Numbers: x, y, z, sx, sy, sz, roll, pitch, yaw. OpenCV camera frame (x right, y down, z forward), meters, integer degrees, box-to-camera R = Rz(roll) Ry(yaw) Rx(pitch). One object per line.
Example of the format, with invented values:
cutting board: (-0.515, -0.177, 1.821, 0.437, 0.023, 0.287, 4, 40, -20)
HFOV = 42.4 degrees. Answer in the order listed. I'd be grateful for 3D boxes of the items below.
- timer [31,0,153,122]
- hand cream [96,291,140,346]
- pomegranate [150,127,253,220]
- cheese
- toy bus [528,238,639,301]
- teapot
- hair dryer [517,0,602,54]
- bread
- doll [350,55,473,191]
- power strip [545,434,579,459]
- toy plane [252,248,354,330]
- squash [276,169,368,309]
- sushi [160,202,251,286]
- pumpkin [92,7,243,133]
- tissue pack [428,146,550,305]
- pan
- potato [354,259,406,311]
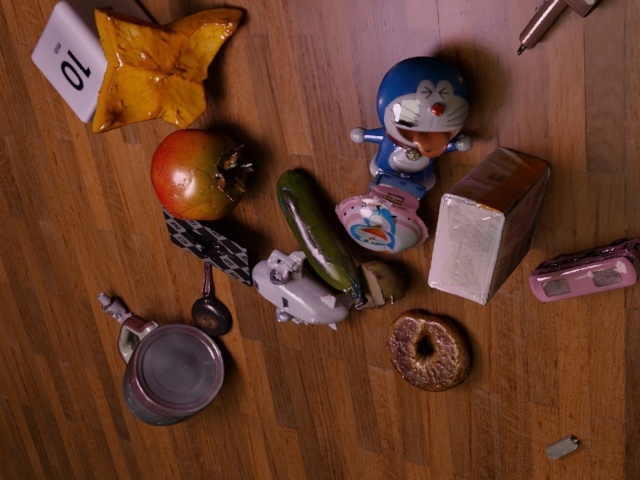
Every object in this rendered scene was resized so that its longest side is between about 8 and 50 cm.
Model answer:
timer: (-0.468, -0.401, 1.781, 0.195, 0.194, 0.192, 51, 133, 3)
hand cream: (-0.538, 0.246, 2.299, 0.084, 0.050, 0.257, -17, 112, 42)
pomegranate: (-0.250, -0.141, 1.757, 0.235, 0.210, 0.210, -2, 113, 44)
cheese: (0.124, -0.050, 1.572, 0.189, 0.074, 0.286, 19, 154, -1)
toy bus: (0.460, 0.055, 1.422, 0.203, 0.090, 0.063, -19, 102, 40)
teapot: (-0.430, 0.340, 2.161, 0.314, 0.233, 0.312, 57, 145, 9)
hair dryer: (0.355, -0.362, 1.289, 0.117, 0.064, 0.181, 45, 138, 9)
bread: (0.225, 0.229, 1.716, 0.193, 0.064, 0.193, 14, 115, 30)
doll: (0.163, -0.199, 1.454, 0.215, 0.161, 0.256, 9, 136, 1)
power strip: (0.486, 0.414, 1.653, 0.027, 0.017, 0.083, 48, 133, 4)
toy plane: (-0.042, 0.109, 1.813, 0.245, 0.117, 0.244, 30, 148, 21)
squash: (0.000, 0.000, 1.700, 0.087, 0.087, 0.331, -43, 73, 43)
sushi: (-0.250, -0.005, 1.908, 0.231, 0.047, 0.219, 29, 157, 11)
pumpkin: (-0.311, -0.341, 1.652, 0.095, 0.290, 0.258, -134, 45, -54)
tissue pack: (0.288, -0.030, 1.408, 0.124, 0.225, 0.184, 20, 125, 26)
pan: (-0.278, 0.152, 2.058, 0.115, 0.040, 0.212, 13, 122, 25)
potato: (0.127, 0.088, 1.710, 0.172, 0.089, 0.100, 141, 110, -71)
